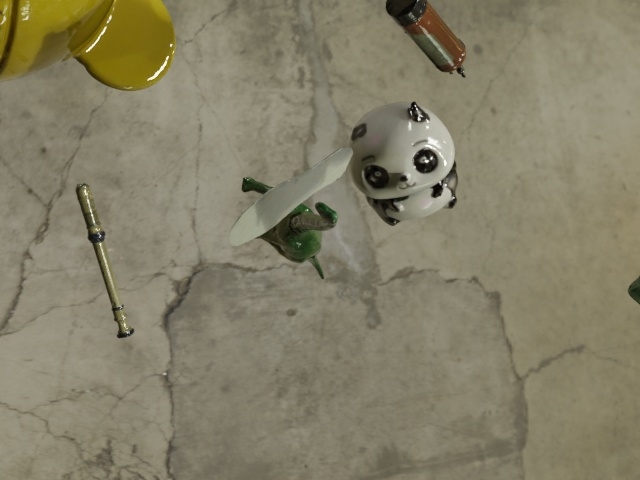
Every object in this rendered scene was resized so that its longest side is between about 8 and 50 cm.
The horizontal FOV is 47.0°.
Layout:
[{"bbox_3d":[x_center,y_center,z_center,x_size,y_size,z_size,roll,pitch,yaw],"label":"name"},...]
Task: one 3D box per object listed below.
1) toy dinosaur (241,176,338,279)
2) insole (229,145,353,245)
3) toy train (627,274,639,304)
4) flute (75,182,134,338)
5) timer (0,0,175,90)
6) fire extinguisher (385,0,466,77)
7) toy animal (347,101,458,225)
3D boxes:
[{"bbox_3d":[0.000,0.000,1.192,0.087,0.300,0.447,-62,145,-11],"label":"toy dinosaur"},{"bbox_3d":[-0.031,-0.055,0.853,0.197,0.065,0.004,-37,62,-27],"label":"insole"},{"bbox_3d":[0.422,0.030,0.642,0.266,0.145,0.202,38,64,-5],"label":"toy train"},{"bbox_3d":[-0.298,0.031,1.016,0.027,0.027,0.233,-27,120,-36],"label":"flute"},{"bbox_3d":[-0.358,-0.350,0.840,0.386,0.376,0.376,-14,89,-40],"label":"timer"},{"bbox_3d":[0.150,-0.268,0.972,0.177,0.050,0.062,32,28,-48],"label":"fire extinguisher"},{"bbox_3d":[0.145,-0.142,1.312,0.235,0.187,0.165,52,21,-64],"label":"toy animal"}]
